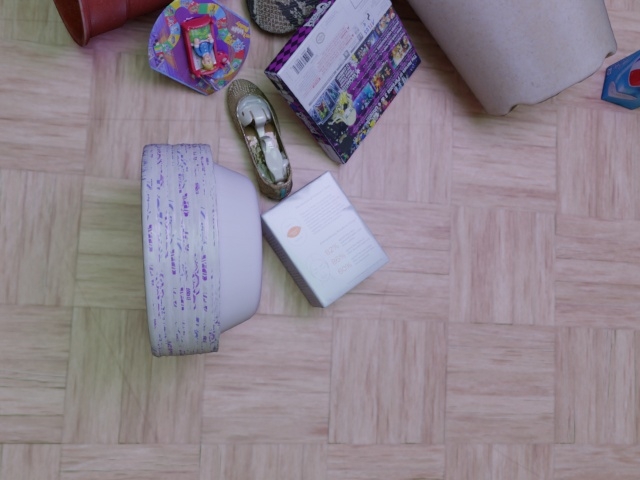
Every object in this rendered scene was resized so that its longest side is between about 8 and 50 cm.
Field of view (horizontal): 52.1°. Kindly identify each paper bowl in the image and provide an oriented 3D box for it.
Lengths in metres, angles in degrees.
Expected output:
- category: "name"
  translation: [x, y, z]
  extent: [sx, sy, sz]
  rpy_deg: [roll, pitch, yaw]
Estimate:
- category: "paper bowl"
  translation: [-0.161, 0.012, 0.887]
  extent: [0.148, 0.284, 0.284]
  rpy_deg: [-1, 85, -13]

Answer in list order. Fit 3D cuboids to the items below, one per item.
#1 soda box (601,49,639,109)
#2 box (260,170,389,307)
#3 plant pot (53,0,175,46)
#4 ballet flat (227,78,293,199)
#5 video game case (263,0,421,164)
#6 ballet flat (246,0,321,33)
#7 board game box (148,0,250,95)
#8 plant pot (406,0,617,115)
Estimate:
- category: "soda box"
  translation: [0.576, -0.290, 1.115]
  extent: [0.071, 0.210, 0.067]
  rpy_deg: [15, 82, -10]
- category: "box"
  translation: [0.000, 0.000, 1.023]
  extent: [0.130, 0.091, 0.170]
  rpy_deg: [-35, 93, -13]
- category: "plant pot"
  translation: [-0.259, -0.447, 0.934]
  extent: [0.265, 0.272, 0.272]
  rpy_deg: [-23, 90, -21]
- category: "ballet flat"
  translation: [-0.089, -0.166, 1.031]
  extent: [0.073, 0.067, 0.206]
  rpy_deg: [-23, 90, -14]
- category: "video game case"
  translation: [0.045, -0.273, 1.025]
  extent: [0.232, 0.042, 0.210]
  rpy_deg: [-54, 135, -11]
- category: "ballet flat"
  translation: [0.057, -0.532, 0.996]
  extent: [0.164, 0.182, 0.483]
  rpy_deg: [44, 89, 0]
- category: "board game box"
  translation: [-0.170, -0.287, 0.981]
  extent: [0.169, 0.033, 0.133]
  rpy_deg: [18, 112, -50]
- category: "plant pot"
  translation: [0.296, -0.379, 1.030]
  extent: [0.334, 0.334, 0.305]
  rpy_deg: [-34, 104, -13]
